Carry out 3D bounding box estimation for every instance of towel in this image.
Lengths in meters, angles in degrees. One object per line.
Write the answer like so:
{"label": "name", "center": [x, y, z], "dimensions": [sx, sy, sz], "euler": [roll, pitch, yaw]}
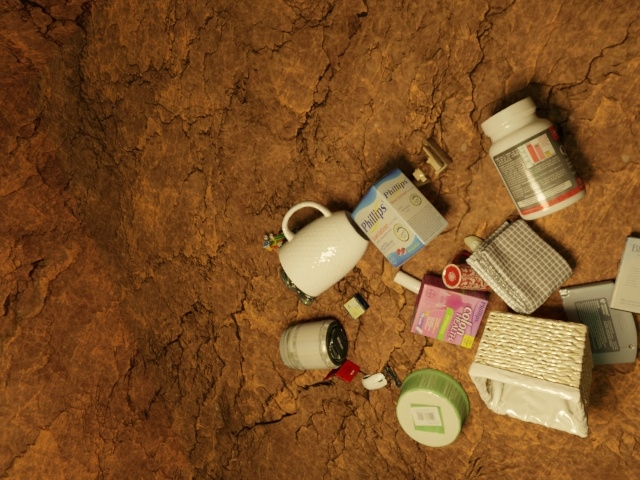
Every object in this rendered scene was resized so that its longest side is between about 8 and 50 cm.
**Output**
{"label": "towel", "center": [0.702, 0.085, 1.448], "dimensions": [0.235, 0.121, 0.284], "euler": [-39, 79, -11]}

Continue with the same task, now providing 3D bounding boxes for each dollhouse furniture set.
{"label": "dollhouse furniture set", "center": [0.387, -0.285, 1.580], "dimensions": [0.123, 0.144, 0.151], "euler": [54, 134, 11]}

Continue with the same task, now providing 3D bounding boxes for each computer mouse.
{"label": "computer mouse", "center": [0.271, 0.656, 1.916], "dimensions": [0.192, 0.042, 0.106], "euler": [-30, 89, 30]}

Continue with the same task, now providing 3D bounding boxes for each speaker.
{"label": "speaker", "center": [0.380, 0.180, 1.734], "dimensions": [0.136, 0.055, 0.055], "euler": [28, 114, 19]}

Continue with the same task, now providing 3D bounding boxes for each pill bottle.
{"label": "pill bottle", "center": [0.696, -0.270, 1.368], "dimensions": [0.210, 0.210, 0.363], "euler": [-27, 90, 30]}

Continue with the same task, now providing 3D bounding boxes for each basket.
{"label": "basket", "center": [0.730, 0.447, 1.409], "dimensions": [0.331, 0.267, 0.328], "euler": [2, 142, 39]}

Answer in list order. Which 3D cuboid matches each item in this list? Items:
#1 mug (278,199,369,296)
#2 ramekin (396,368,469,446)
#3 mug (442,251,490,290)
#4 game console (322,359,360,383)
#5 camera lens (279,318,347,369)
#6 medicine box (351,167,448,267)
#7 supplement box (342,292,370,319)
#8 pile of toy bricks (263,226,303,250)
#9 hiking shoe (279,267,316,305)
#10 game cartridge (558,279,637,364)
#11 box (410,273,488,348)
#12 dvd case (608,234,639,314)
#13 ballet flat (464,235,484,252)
{"label": "mug", "center": [0.000, 0.000, 1.744], "dimensions": [0.328, 0.276, 0.374], "euler": [-38, 102, 19]}
{"label": "ramekin", "center": [0.473, 0.724, 1.766], "dimensions": [0.303, 0.148, 0.304], "euler": [7, 106, 26]}
{"label": "mug", "center": [0.545, 0.126, 1.562], "dimensions": [0.150, 0.169, 0.113], "euler": [53, 132, 49]}
{"label": "game console", "center": [0.099, 0.632, 1.940], "dimensions": [0.124, 0.144, 0.085], "euler": [26, 114, 19]}
{"label": "camera lens", "center": [-0.025, 0.490, 1.927], "dimensions": [0.274, 0.219, 0.220], "euler": [-13, 96, 29]}
{"label": "medicine box", "center": [0.294, -0.080, 1.592], "dimensions": [0.289, 0.149, 0.263], "euler": [49, 154, 8]}
{"label": "supplement box", "center": [0.163, 0.300, 1.875], "dimensions": [0.083, 0.056, 0.083], "euler": [-43, 81, 29]}
{"label": "pile of toy bricks", "center": [-0.166, 0.020, 1.963], "dimensions": [0.212, 0.118, 0.105], "euler": [-16, 129, 20]}
{"label": "hiking shoe", "center": [-0.095, 0.201, 1.982], "dimensions": [0.227, 0.086, 0.114], "euler": [46, 105, 4]}
{"label": "game cartridge", "center": [0.985, 0.291, 1.449], "dimensions": [0.195, 0.060, 0.295], "euler": [-15, 96, 33]}
{"label": "box", "center": [0.501, 0.278, 1.628], "dimensions": [0.242, 0.117, 0.214], "euler": [15, 109, 7]}
{"label": "dvd case", "center": [1.075, 0.121, 1.343], "dimensions": [0.180, 0.022, 0.253], "euler": [10, 99, 16]}
{"label": "ballet flat", "center": [0.624, 0.041, 1.573], "dimensions": [0.168, 0.052, 0.057], "euler": [39, 117, 14]}
